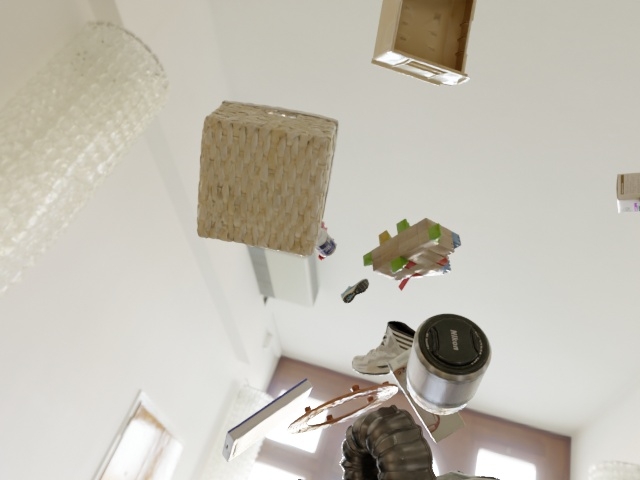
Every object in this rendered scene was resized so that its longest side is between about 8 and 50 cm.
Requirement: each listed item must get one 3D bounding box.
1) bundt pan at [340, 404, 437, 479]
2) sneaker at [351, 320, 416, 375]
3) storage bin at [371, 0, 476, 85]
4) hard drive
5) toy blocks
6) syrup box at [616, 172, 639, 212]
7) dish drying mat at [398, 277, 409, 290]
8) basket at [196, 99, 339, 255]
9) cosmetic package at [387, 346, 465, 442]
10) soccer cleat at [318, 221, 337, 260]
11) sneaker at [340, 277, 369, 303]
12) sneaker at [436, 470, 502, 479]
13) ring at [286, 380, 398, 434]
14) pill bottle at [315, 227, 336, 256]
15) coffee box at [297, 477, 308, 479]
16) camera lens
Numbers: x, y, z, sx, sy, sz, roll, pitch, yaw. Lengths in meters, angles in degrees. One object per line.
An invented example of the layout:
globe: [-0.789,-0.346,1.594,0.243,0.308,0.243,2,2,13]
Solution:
bundt pan: [0.161,0.623,1.402,0.124,0.331,0.331,5,-26,-29]
sneaker: [0.327,0.518,2.526,0.447,0.258,0.169,-11,-2,43]
storage bin: [0.284,-0.560,1.325,0.260,0.263,0.123,10,0,-22]
hard drive: [-0.180,0.605,1.742,0.040,0.318,0.210,47,-37,24]
toy blocks: [0.390,0.058,1.987,0.260,0.191,0.381,22,-39,-33]
syrup box: [1.011,-0.145,1.523,0.236,0.097,0.093,-2,-24,32]
dish drying mat: [0.359,0.174,2.194,0.008,0.032,0.083,16,-66,-32]
basket: [-0.137,-0.161,1.332,0.327,0.266,0.332,10,-68,0]
cosmetic package: [0.378,0.552,1.870,0.296,0.129,0.153,58,0,2]
soccer cleat: [-0.015,-0.018,2.032,0.083,0.095,0.248,29,-18,42]
sneaker: [0.160,0.230,2.479,0.063,0.162,0.073,60,-10,-29]
sneaker: [0.494,0.837,1.775,0.271,0.108,0.100,-20,-74,30]
ring: [0.061,0.470,1.461,0.336,0.032,0.337,-17,-28,-9]
pill bottle: [0.000,0.000,1.671,0.066,0.067,0.120,1,-27,28]
coffee box: [-0.031,0.763,1.342,0.098,0.141,0.246,17,6,-6]
camera lens: [0.375,0.368,1.538,0.219,0.220,0.275,13,-41,12]
